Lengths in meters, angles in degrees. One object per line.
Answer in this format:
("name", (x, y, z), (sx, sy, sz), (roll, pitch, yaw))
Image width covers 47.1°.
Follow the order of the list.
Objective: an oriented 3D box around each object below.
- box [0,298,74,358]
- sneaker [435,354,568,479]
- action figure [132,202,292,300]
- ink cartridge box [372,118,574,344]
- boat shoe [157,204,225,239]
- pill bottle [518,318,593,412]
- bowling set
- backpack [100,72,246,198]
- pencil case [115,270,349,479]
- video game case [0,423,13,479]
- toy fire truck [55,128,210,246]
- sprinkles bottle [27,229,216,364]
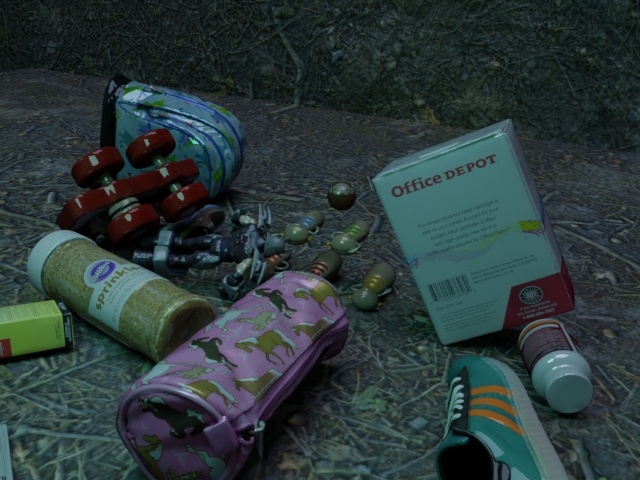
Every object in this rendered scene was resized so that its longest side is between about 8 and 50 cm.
("box", (-0.491, 0.139, 1.085), (0.232, 0.058, 0.087), (-7, 15, -28))
("sneaker", (0.193, 0.235, 0.902), (0.121, 0.108, 0.302), (5, 22, -10))
("action figure", (-0.190, 0.019, 1.344), (0.285, 0.099, 0.185), (-4, 46, 11))
("ink cartridge box", (0.253, -0.012, 1.192), (0.226, 0.306, 0.131), (-18, 11, 24))
("boat shoe", (-0.256, -0.017, 1.544), (0.066, 0.066, 0.183), (22, 37, 29))
("pill bottle", (0.348, 0.185, 1.086), (0.086, 0.086, 0.152), (4, 21, 2))
("bowling set", (0.000, 0.000, 1.365), (0.287, 0.200, 0.154), (7, 22, 19))
("backpack", (-0.363, -0.231, 1.820), (0.355, 0.290, 0.273), (9, 29, -6))
("pencil case", (-0.092, 0.166, 0.965), (0.167, 0.160, 0.386), (38, 28, 6))
("video game case", (-0.424, 0.270, 0.827), (0.143, 0.019, 0.157), (-7, 24, -24))
("toy fire truck", (-0.384, -0.070, 1.463), (0.302, 0.169, 0.254), (-29, -7, -42))
("sprinkles bottle", (-0.324, 0.088, 1.172), (0.355, 0.121, 0.121), (21, 27, 36))
